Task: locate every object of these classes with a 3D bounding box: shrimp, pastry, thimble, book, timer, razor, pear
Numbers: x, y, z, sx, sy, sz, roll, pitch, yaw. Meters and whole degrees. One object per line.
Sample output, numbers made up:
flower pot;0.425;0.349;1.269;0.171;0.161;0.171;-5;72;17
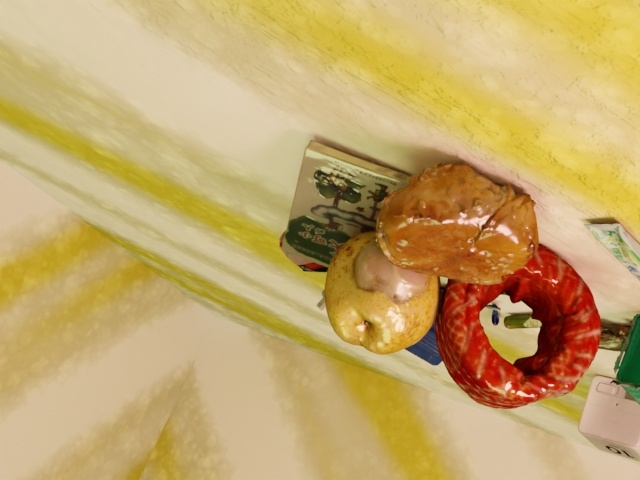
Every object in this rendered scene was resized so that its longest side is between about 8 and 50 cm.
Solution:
shrimp;0.698;0.226;1.776;0.262;0.066;0.117;0;140;22
pastry;0.260;-0.036;1.383;0.310;0.162;0.255;17;143;-12
thimble;0.419;0.183;1.558;0.350;0.350;0.230;22;163;6
book;0.059;-0.050;1.610;0.260;0.043;0.371;20;144;2
timer;0.933;0.550;2.212;0.192;0.194;0.195;7;155;44
razor;0.494;0.206;2.041;0.044;0.028;0.154;12;159;22
pear;0.131;0.114;1.551;0.271;0.271;0.271;22;163;7

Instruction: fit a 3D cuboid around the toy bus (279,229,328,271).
toy bus;0.000;0.000;1.912;0.147;0.127;0.302;36;161;-18

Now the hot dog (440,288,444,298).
hot dog;0.362;0.171;2.053;0.099;0.065;0.147;44;157;-29

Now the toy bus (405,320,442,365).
toy bus;0.254;0.225;2.124;0.287;0.138;0.175;31;-167;-18

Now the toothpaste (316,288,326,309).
toothpaste;0.089;0.082;1.821;0.047;0.268;0.069;38;157;26

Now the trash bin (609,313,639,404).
trash bin;0.848;0.349;1.590;0.381;0.295;0.259;36;160;-17

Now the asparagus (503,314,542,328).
asparagus;0.570;0.220;1.963;0.045;0.041;0.178;21;164;-21

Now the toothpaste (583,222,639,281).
toothpaste;0.614;0.047;1.378;0.297;0.048;0.075;37;162;-27
